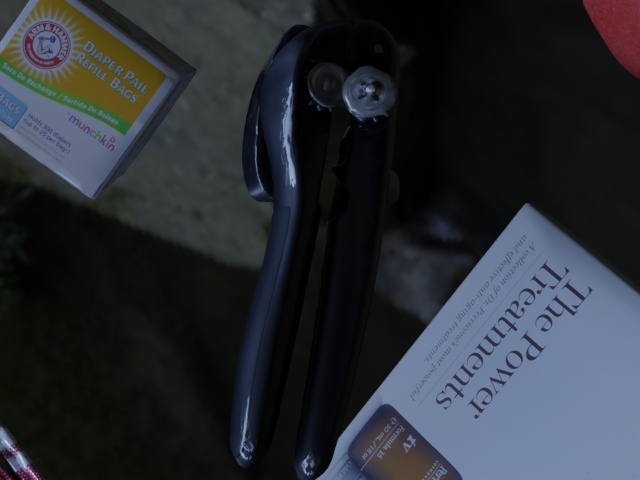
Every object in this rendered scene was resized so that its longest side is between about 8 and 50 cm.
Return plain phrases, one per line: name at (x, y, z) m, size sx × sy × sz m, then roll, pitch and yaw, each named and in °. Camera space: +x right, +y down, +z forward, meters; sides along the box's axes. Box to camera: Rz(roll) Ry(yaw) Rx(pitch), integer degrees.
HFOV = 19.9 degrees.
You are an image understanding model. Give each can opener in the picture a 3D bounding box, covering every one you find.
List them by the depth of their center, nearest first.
can opener at (0.000, 0.000, 0.697) m, size 0.073 × 0.059 × 0.186 m, roll 126°, pitch 149°, yaw -68°

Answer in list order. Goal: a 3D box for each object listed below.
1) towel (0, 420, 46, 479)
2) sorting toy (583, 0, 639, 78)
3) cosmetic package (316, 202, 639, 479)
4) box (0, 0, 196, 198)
towel at (-0.112, 0.168, 0.789) m, size 0.197 × 0.029 × 0.144 m, roll 45°, pitch 151°, yaw 32°
sorting toy at (0.253, -0.136, 0.522) m, size 0.127 × 0.365 × 0.126 m, roll 44°, pitch -165°, yaw -40°
cosmetic package at (0.140, 0.206, 1.286) m, size 0.284 × 0.377 × 0.097 m, roll 42°, pitch -173°, yaw 34°
box at (-0.164, -0.109, 1.271) m, size 0.114 × 0.103 × 0.203 m, roll 36°, pitch -176°, yaw -5°
